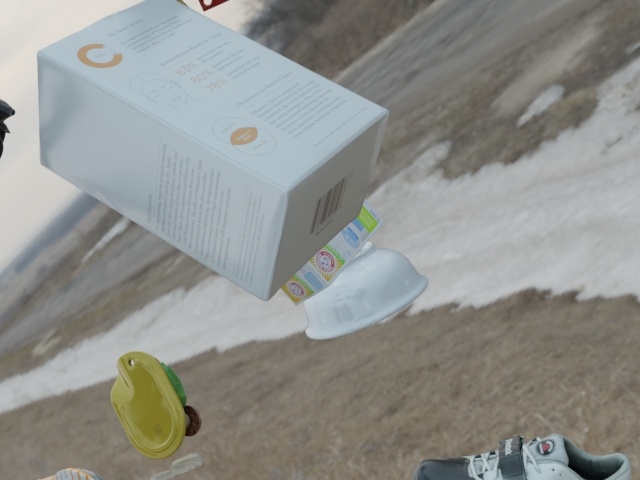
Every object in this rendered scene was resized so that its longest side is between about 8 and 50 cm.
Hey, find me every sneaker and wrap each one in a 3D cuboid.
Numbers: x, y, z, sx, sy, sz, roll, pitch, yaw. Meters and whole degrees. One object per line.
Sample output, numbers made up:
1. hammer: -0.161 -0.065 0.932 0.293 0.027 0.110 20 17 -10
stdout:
1. sneaker: -0.445 0.453 1.725 0.215 0.084 0.083 -14 -8 44
2. sneaker: 0.309 0.346 1.435 0.122 0.331 0.146 -88 4 -61

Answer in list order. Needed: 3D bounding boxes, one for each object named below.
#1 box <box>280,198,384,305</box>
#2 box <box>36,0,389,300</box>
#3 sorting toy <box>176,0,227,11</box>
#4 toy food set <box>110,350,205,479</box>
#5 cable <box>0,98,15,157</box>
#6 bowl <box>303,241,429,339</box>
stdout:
1. box: 0.000 0.000 1.631 0.103 0.114 0.203 -33 10 49
2. box: -0.131 -0.121 1.112 0.215 0.345 0.168 -42 -25 -43
3. sorting toy: -0.210 -0.401 1.224 0.132 0.274 0.046 -23 28 -5
4. toy food set: -0.252 0.276 1.517 0.128 0.217 0.071 -35 -15 28
5. cable: -0.435 -0.113 1.085 0.150 0.047 0.184 -58 -16 3
6. bowl: 0.077 0.092 2.080 0.298 0.134 0.298 -24 10 5
